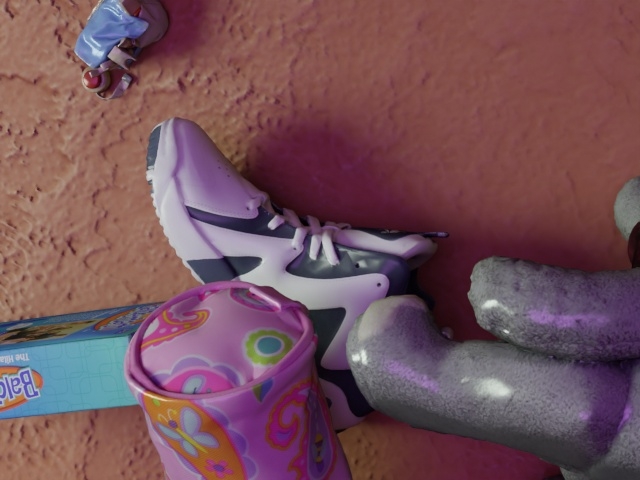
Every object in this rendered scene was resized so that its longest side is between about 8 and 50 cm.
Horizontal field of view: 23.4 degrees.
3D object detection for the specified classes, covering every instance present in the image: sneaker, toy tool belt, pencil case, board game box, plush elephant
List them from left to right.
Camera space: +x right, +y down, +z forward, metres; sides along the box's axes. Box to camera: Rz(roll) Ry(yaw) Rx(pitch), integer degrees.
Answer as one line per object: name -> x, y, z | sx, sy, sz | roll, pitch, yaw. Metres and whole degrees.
board game box -> -0.188, 0.081, 1.031 | 0.210, 0.160, 0.047 | -8, 95, 18
toy tool belt -> -0.144, -0.135, 1.048 | 0.052, 0.051, 0.083 | 39, 106, 9
pencil case -> -0.031, 0.162, 0.962 | 0.124, 0.124, 0.284 | -4, 124, 17
sneaker -> 0.000, 0.000, 1.001 | 0.153, 0.094, 0.235 | -29, 88, 16
plush elephant -> 0.223, 0.036, 0.875 | 0.330, 0.255, 0.272 | -7, 140, 48
